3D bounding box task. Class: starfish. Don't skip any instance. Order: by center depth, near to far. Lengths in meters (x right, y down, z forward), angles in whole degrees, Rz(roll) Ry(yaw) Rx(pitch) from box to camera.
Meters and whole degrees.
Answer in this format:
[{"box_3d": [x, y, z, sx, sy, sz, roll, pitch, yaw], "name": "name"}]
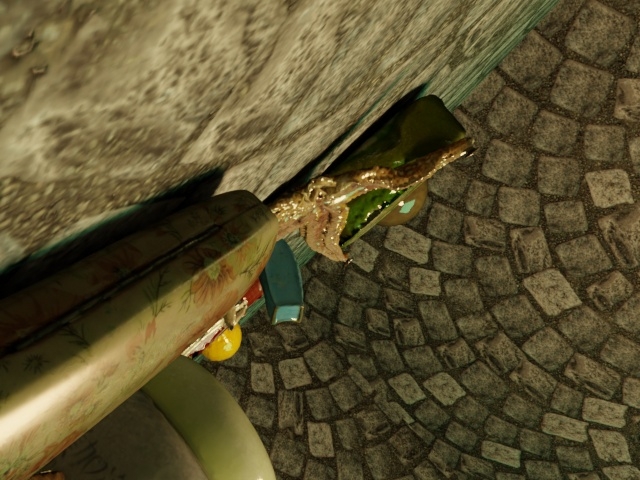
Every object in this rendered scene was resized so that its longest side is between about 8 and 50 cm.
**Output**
[{"box_3d": [-0.008, -0.009, 1.018, 0.398, 0.132, 0.384, -29, 166, -27], "name": "starfish"}]

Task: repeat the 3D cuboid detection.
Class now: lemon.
[{"box_3d": [-0.248, 0.232, 1.625, 0.114, 0.114, 0.155, -43, 165, -27], "name": "lemon"}]

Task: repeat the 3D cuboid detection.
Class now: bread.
[{"box_3d": [0.114, -0.124, 1.320, 0.366, 0.129, 0.382, -39, 175, -42], "name": "bread"}]

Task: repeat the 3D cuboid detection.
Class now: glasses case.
[{"box_3d": [-0.167, 0.072, 0.495, 0.156, 0.098, 0.425, -51, 174, 33], "name": "glasses case"}]

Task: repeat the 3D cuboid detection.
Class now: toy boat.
[{"box_3d": [-0.078, 0.067, 1.228, 0.075, 0.185, 0.077, -4, 150, -19], "name": "toy boat"}]

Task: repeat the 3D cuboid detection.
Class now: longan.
[{"box_3d": [0.185, -0.129, 1.722, 0.212, 0.198, 0.198, -47, 176, 42], "name": "longan"}]

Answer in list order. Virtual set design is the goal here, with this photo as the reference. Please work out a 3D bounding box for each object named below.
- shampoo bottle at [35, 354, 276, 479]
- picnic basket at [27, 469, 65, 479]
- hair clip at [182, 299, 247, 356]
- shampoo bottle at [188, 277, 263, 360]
[{"box_3d": [-0.236, 0.311, 0.785, 0.317, 0.322, 0.322, -33, 172, -29], "name": "shampoo bottle"}, {"box_3d": [-0.318, 0.247, 0.581, 0.193, 0.054, 0.110, -16, 163, 7], "name": "picnic basket"}, {"box_3d": [-0.234, 0.179, 1.074, 0.292, 0.084, 0.106, -40, 146, -26], "name": "hair clip"}, {"box_3d": [-0.228, 0.165, 1.234, 0.314, 0.076, 0.118, -42, 173, -36], "name": "shampoo bottle"}]
